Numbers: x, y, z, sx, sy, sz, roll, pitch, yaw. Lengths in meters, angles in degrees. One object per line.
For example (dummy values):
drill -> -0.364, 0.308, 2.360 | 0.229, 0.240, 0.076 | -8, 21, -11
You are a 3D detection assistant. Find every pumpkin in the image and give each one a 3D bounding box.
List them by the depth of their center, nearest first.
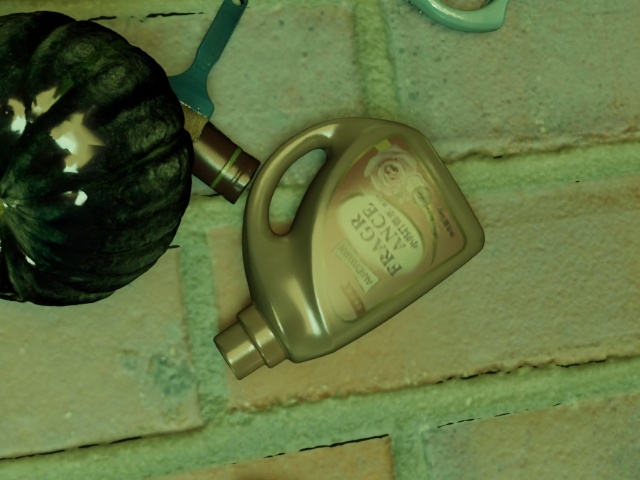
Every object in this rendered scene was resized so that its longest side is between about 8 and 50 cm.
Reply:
pumpkin -> -0.200, -0.056, 0.707 | 0.220, 0.220, 0.162 | 45, 35, -5

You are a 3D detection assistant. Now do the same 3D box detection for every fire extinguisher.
fire extinguisher -> -0.122, -0.094, 0.803 | 0.158, 0.043, 0.064 | 37, 50, -7

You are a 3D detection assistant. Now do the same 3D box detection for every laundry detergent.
laundry detergent -> 0.000, 0.000, 0.807 | 0.237, 0.076, 0.171 | -32, 91, -10

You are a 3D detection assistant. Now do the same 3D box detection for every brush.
brush -> -0.096, -0.147, 0.801 | 0.051, 0.014, 0.164 | 30, 61, -13

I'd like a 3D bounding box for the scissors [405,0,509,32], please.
scissors -> 0.012, -0.256, 0.848 | 0.360, 0.029, 0.191 | -12, 88, -11
